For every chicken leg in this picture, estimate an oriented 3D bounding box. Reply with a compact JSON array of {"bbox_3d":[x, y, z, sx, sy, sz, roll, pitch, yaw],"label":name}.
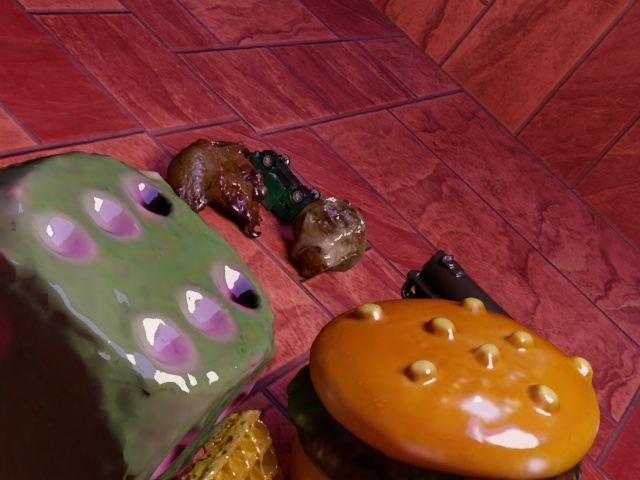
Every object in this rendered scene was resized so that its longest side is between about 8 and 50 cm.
[{"bbox_3d":[-0.173,-0.078,2.006,0.322,0.083,0.177,-5,64,-62],"label":"chicken leg"}]

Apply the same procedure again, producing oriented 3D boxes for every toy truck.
[{"bbox_3d":[-0.072,-0.098,2.177,0.147,0.079,0.065,48,24,19],"label":"toy truck"}]

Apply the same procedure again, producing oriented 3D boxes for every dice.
[{"bbox_3d":[-0.259,0.118,1.213,0.318,0.330,0.322,42,25,6],"label":"dice"}]

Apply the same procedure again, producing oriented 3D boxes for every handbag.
[{"bbox_3d":[0.194,0.186,1.838,0.113,0.285,0.257,-17,54,-33],"label":"handbag"}]

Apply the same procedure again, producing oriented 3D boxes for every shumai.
[{"bbox_3d":[0.003,0.003,2.061,0.145,0.145,0.116,44,33,9],"label":"shumai"}]

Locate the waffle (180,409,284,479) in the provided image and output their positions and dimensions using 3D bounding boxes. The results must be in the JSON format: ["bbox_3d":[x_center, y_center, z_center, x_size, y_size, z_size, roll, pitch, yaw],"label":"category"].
[{"bbox_3d":[-0.096,0.308,1.373,0.211,0.055,0.160,-53,126,-66],"label":"waffle"}]

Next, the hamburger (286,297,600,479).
[{"bbox_3d":[0.143,0.236,1.515,0.396,0.277,0.396,10,24,-4],"label":"hamburger"}]
